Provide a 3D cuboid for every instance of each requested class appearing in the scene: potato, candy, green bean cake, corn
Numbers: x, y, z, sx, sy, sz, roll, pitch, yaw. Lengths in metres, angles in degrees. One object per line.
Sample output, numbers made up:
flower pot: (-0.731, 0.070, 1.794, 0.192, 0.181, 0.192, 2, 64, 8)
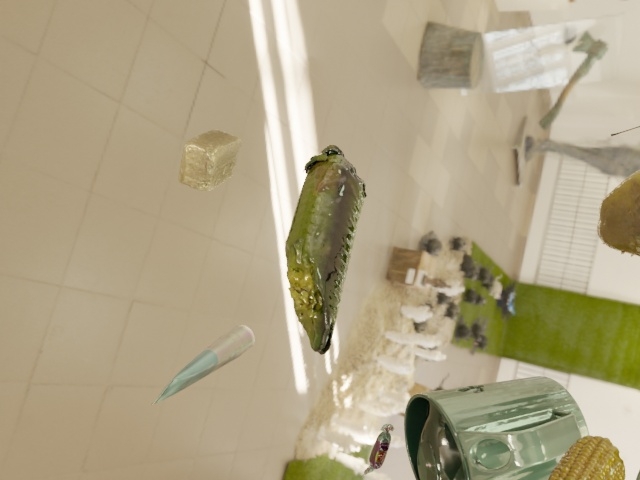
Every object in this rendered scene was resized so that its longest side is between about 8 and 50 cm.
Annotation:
potato: (0.785, -0.055, 1.412, 0.141, 0.192, 0.296, -35, 162, -20)
candy: (0.158, 0.569, 1.561, 0.045, 0.043, 0.175, 9, 108, -24)
green bean cake: (-0.264, -0.195, 1.397, 0.179, 0.085, 0.109, -57, 167, -67)
corn: (0.396, 0.394, 0.897, 0.261, 0.097, 0.097, -29, 124, -38)

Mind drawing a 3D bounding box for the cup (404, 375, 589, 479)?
cup: (0.447, 0.516, 1.424, 0.392, 0.401, 0.310, -8, 102, -17)

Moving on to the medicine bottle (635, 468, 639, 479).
medicine bottle: (0.660, 0.405, 1.044, 0.169, 0.135, 0.135, -60, 146, -15)

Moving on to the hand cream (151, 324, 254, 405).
hand cream: (-0.272, 0.296, 1.403, 0.111, 0.070, 0.312, -48, 171, 34)

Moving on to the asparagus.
asparagus: (0.000, 0.000, 0.957, 0.128, 0.108, 0.382, 49, 38, -33)

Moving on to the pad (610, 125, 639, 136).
pad: (0.737, -0.246, 1.087, 0.202, 0.299, 0.005, -9, 85, -36)
